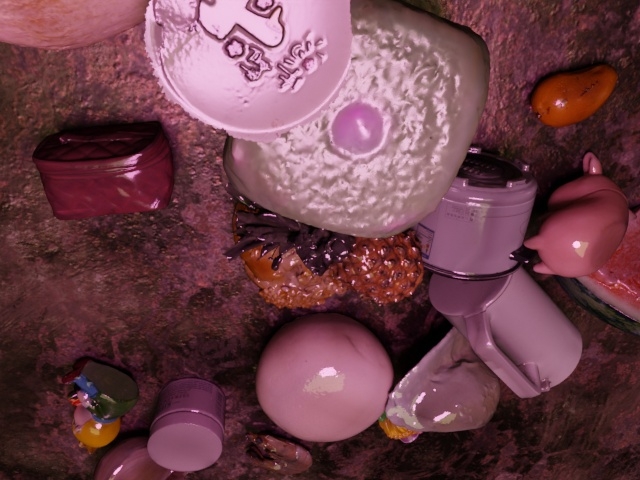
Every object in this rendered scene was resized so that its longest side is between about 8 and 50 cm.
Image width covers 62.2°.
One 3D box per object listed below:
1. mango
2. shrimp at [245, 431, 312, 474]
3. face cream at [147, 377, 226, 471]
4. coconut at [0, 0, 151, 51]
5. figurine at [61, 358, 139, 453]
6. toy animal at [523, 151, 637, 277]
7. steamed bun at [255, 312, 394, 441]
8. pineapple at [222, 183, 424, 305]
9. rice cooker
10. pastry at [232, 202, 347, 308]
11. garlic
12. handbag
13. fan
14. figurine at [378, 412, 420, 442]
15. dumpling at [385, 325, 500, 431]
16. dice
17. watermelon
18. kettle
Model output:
[{"bbox_3d":[0.468,-0.261,0.970,0.159,0.084,0.105,-15,128,4],"label":"mango"},{"bbox_3d":[-0.136,0.588,1.471,0.254,0.059,0.145,32,124,-28],"label":"shrimp"},{"bbox_3d":[-0.324,0.450,1.306,0.177,0.153,0.177,-3,121,-5],"label":"face cream"},{"bbox_3d":[-0.358,-0.419,0.616,0.404,0.404,0.404,-3,123,-4],"label":"coconut"},{"bbox_3d":[-0.553,0.400,1.274,0.185,0.127,0.234,32,125,-18],"label":"figurine"},{"bbox_3d":[0.514,-0.037,1.038,0.154,0.250,0.166,2,131,45],"label":"toy animal"},{"bbox_3d":[0.011,0.331,1.231,0.324,0.206,0.324,-3,123,-5],"label":"steamed bun"},{"bbox_3d":[0.001,-0.003,0.884,0.364,0.165,0.165,19,119,-24],"label":"pineapple"},{"bbox_3d":[0.273,-0.042,1.001,0.280,0.241,0.227,23,124,33],"label":"rice cooker"},{"bbox_3d":[-0.042,0.012,1.049,0.255,0.162,0.311,-14,122,6],"label":"pastry"},{"bbox_3d":[-0.466,0.627,1.362,0.237,0.292,0.210,50,142,4],"label":"garlic"},{"bbox_3d":[-0.375,-0.128,0.934,0.225,0.146,0.135,-5,126,0],"label":"handbag"},{"bbox_3d":[-0.136,-0.265,0.550,0.414,0.012,0.233,32,110,-30],"label":"fan"},{"bbox_3d":[0.221,0.476,1.408,0.115,0.095,0.156,-22,127,22],"label":"figurine"},{"bbox_3d":[0.322,0.353,1.260,0.212,0.320,0.270,45,105,16],"label":"dumpling"},{"bbox_3d":[0.038,-0.213,0.816,0.322,0.330,0.318,15,115,-14],"label":"dice"},{"bbox_3d":[0.666,0.071,1.191,0.283,0.292,0.250,31,159,3],"label":"watermelon"},{"bbox_3d":[0.392,0.186,1.148,0.318,0.205,0.265,44,65,-28],"label":"kettle"}]
